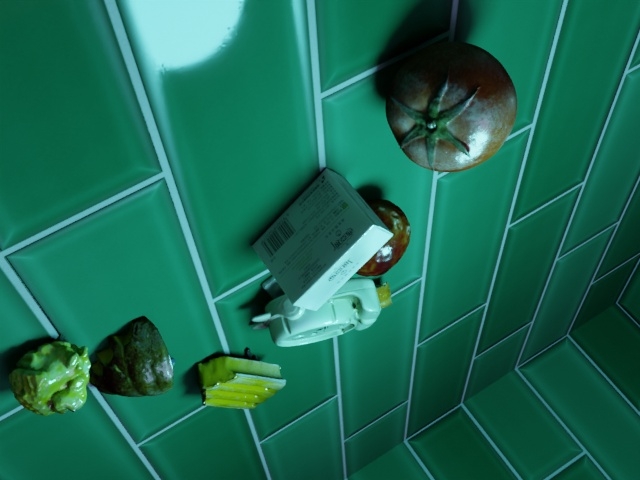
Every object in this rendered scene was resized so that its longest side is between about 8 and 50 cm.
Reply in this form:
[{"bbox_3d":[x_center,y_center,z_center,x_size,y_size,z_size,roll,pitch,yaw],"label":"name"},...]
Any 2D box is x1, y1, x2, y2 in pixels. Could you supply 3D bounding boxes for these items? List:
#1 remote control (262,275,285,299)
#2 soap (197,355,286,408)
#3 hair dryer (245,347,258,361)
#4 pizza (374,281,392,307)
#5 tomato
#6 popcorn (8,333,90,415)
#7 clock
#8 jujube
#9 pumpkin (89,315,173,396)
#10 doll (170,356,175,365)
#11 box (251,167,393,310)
[{"bbox_3d":[-0.109,0.124,2.022,0.053,0.018,0.124,-35,150,-1],"label":"remote control"},{"bbox_3d":[-0.236,0.387,2.159,0.160,0.080,0.257,-39,145,24],"label":"soap"},{"bbox_3d":[-0.198,0.324,2.203,0.047,0.026,0.083,-28,146,-19],"label":"hair dryer"},{"bbox_3d":[0.121,0.171,2.302,0.271,0.056,0.134,-10,143,-38],"label":"pizza"},{"bbox_3d":[0.272,-0.279,1.635,0.265,0.265,0.265,-27,149,-18],"label":"tomato"},{"bbox_3d":[-0.555,0.280,1.656,0.173,0.142,0.173,-9,125,-13],"label":"popcorn"},{"bbox_3d":[-0.016,0.194,2.047,0.324,0.108,0.265,-12,165,-6],"label":"clock"},{"bbox_3d":[0.134,0.005,1.968,0.190,0.190,0.255,-36,158,-3],"label":"jujube"},{"bbox_3d":[-0.431,0.313,1.815,0.130,0.149,0.254,-22,149,-40],"label":"pumpkin"},{"bbox_3d":[-0.414,0.330,1.971,0.125,0.027,0.037,-35,163,-7],"label":"doll"},{"bbox_3d":[0.000,0.000,1.788,0.260,0.194,0.111,-44,150,12],"label":"box"}]
